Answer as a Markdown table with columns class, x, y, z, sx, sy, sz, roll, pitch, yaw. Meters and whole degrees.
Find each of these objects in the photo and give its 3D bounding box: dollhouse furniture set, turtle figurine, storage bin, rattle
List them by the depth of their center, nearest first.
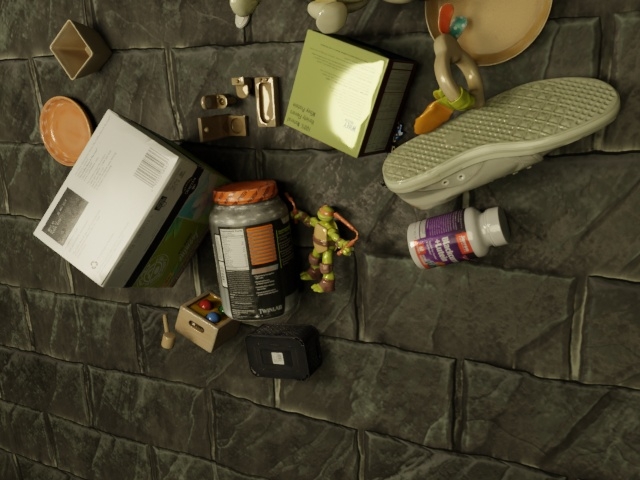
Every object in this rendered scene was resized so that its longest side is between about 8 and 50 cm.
| class | x | y | z | sx | sy | sz | roll | pitch | yaw |
| --- | --- | --- | --- | --- | --- | --- | --- | --- | --- |
| rattle | 0.231 | -0.330 | 1.110 | 0.143 | 0.130 | 0.199 | -31 | 79 | 63 |
| dollhouse furniture set | -0.192 | -0.307 | 1.337 | 0.151 | 0.123 | 0.144 | 6 | 108 | 25 |
| turtle figurine | 0.000 | 0.000 | 1.361 | 0.270 | 0.087 | 0.217 | 30 | 123 | 40 |
| storage bin | -0.097 | 0.292 | 1.501 | 0.180 | 0.084 | 0.121 | -2 | 105 | 28 |

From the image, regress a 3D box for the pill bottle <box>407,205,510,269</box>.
| class | x | y | z | sx | sy | sz | roll | pitch | yaw |
| --- | --- | --- | --- | --- | --- | --- | --- | --- | --- |
| pill bottle | 0.291 | -0.009 | 1.198 | 0.194 | 0.108 | 0.108 | -16 | 98 | 30 |

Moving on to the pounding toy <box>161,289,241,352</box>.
| class | x | y | z | sx | sy | sz | roll | pitch | yaw |
| --- | --- | --- | --- | --- | --- | --- | --- | --- | --- |
| pounding toy | -0.340 | 0.212 | 1.526 | 0.181 | 0.206 | 0.094 | 29 | 116 | 16 |

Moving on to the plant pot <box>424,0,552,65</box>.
| class | x | y | z | sx | sy | sz | roll | pitch | yaw |
| --- | --- | --- | --- | --- | --- | --- | --- | --- | --- |
| plant pot | 0.319 | -0.456 | 1.089 | 0.237 | 0.032 | 0.236 | 8 | 108 | 24 |

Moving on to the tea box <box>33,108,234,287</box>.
| class | x | y | z | sx | sy | sz | roll | pitch | yaw |
| --- | --- | --- | --- | --- | --- | --- | --- | --- | --- |
| tea box | -0.420 | -0.079 | 1.355 | 0.220 | 0.323 | 0.328 | 34 | 94 | 13 |

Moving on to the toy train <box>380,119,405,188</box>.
| class | x | y | z | sx | sy | sz | roll | pitch | yaw |
| --- | --- | --- | --- | --- | --- | --- | --- | --- | --- |
| toy train | 0.161 | -0.191 | 1.253 | 0.036 | 0.027 | 0.158 | 13 | 111 | 20 |

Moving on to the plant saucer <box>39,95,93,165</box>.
| class | x | y | z | sx | sy | sz | roll | pitch | yaw |
| --- | --- | --- | --- | --- | --- | --- | --- | --- | --- |
| plant saucer | -0.729 | -0.317 | 1.653 | 0.200 | 0.037 | 0.199 | 8 | 109 | 23 |

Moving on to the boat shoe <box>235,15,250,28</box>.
| class | x | y | z | sx | sy | sz | roll | pitch | yaw |
| --- | --- | --- | --- | --- | --- | --- | --- | --- | --- |
| boat shoe | -0.177 | -0.538 | 1.308 | 0.035 | 0.035 | 0.100 | 35 | 118 | 13 |

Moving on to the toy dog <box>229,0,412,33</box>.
| class | x | y | z | sx | sy | sz | roll | pitch | yaw |
| --- | --- | --- | --- | --- | --- | --- | --- | --- | --- |
| toy dog | 0.059 | -0.552 | 1.042 | 0.408 | 0.395 | 0.284 | 22 | 145 | 19 |

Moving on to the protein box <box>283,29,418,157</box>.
| class | x | y | z | sx | sy | sz | roll | pitch | yaw |
| --- | --- | --- | --- | --- | --- | --- | --- | --- | --- |
| protein box | 0.061 | -0.306 | 1.189 | 0.200 | 0.136 | 0.201 | 30 | 117 | 26 |

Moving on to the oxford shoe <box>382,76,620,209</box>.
| class | x | y | z | sx | sy | sz | roll | pitch | yaw |
| --- | --- | --- | --- | --- | --- | --- | --- | --- | --- |
| oxford shoe | 0.343 | -0.183 | 1.116 | 0.450 | 0.169 | 0.130 | -21 | 135 | 23 |

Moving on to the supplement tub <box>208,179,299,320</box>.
| class | x | y | z | sx | sy | sz | roll | pitch | yaw |
| --- | --- | --- | --- | --- | --- | --- | --- | --- | --- |
| supplement tub | -0.162 | 0.020 | 1.383 | 0.194 | 0.194 | 0.315 | 2 | 107 | 26 |

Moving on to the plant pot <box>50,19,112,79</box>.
| class | x | y | z | sx | sy | sz | roll | pitch | yaw |
| --- | --- | --- | --- | --- | --- | --- | --- | --- | --- |
| plant pot | -0.623 | -0.503 | 1.507 | 0.109 | 0.096 | 0.109 | -35 | 89 | 30 |
